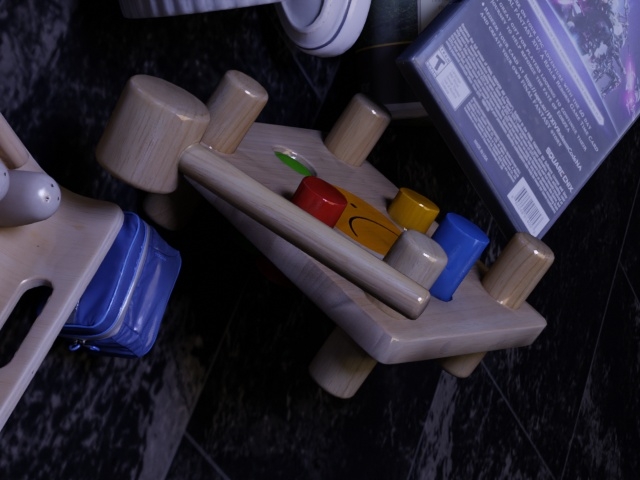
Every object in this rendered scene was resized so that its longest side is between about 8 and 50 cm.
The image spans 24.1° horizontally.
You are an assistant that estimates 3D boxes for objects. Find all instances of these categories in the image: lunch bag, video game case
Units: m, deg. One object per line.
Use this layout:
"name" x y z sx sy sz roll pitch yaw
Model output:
"lunch bag" -0.145 0.030 0.993 0.065 0.067 0.098 45 54 -49
"video game case" 0.194 -0.154 1.224 0.274 0.026 0.196 -48 117 -27

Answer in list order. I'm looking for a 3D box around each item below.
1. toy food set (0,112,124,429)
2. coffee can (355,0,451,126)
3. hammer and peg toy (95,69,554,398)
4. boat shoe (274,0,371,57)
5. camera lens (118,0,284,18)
"toy food set" -0.232 -0.043 0.827 0.306 0.092 0.220 60 42 -38
"coffee can" 0.127 -0.241 1.313 0.201 0.201 0.275 -3 92 -59
"hammer and peg toy" 0.000 0.000 1.055 0.127 0.266 0.361 -56 155 19
"boat shoe" -0.022 -0.279 1.177 0.088 0.096 0.268 -2 90 -55
"camera lens" -0.057 -0.299 0.997 0.219 0.219 0.274 -27 113 -56
